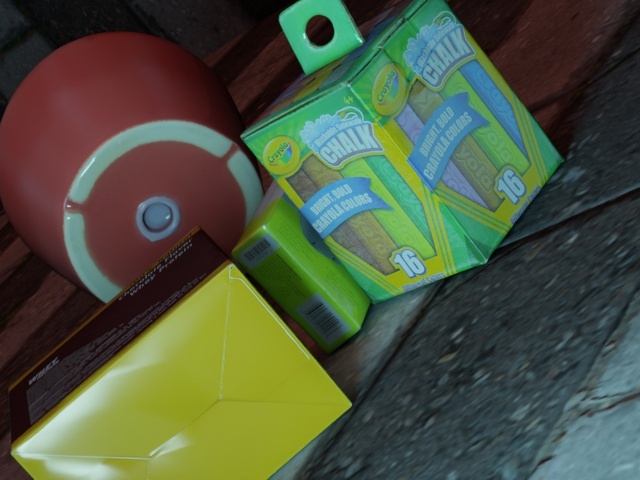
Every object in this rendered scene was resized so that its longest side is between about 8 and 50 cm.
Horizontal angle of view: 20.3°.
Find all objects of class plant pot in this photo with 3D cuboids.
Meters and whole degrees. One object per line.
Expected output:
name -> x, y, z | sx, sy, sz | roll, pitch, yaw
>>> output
plant pot -> -0.176, -0.051, 1.757 | 0.275, 0.275, 0.243 | -40, 23, -1

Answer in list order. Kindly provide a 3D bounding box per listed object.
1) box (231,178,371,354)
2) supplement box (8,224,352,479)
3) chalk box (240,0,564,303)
box -> 0.000, 0.000, 1.370 | 0.042, 0.109, 0.178 | -38, 12, 26
supplement box -> -0.106, 0.109, 1.255 | 0.191, 0.129, 0.194 | -41, 13, -3
chalk box -> 0.046, -0.085, 1.292 | 0.132, 0.213, 0.132 | -24, 20, 50
